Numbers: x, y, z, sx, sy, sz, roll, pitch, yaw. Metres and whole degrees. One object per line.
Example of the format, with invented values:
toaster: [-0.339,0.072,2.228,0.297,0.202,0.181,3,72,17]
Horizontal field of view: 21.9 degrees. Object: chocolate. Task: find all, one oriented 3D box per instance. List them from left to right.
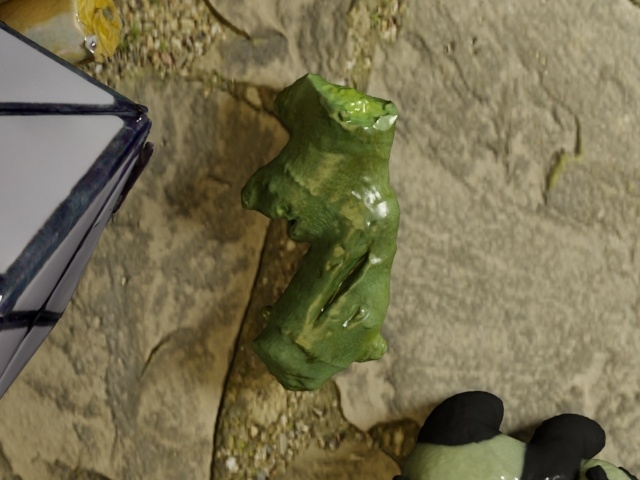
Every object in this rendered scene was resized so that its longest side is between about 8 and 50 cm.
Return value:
chocolate: [-0.288,-0.173,1.468,0.219,0.085,0.085,-12,102,21]

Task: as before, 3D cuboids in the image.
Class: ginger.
ginger: [0.001,-0.005,1.457,0.137,0.089,0.289,-6,109,-7]

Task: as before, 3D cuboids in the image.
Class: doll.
doll: [0.179,0.228,1.462,0.234,0.135,0.143,12,109,3]

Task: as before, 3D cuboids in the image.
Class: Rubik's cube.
Rubik's cube: [-0.362,-0.011,1.371,0.307,0.310,0.305,32,132,0]
